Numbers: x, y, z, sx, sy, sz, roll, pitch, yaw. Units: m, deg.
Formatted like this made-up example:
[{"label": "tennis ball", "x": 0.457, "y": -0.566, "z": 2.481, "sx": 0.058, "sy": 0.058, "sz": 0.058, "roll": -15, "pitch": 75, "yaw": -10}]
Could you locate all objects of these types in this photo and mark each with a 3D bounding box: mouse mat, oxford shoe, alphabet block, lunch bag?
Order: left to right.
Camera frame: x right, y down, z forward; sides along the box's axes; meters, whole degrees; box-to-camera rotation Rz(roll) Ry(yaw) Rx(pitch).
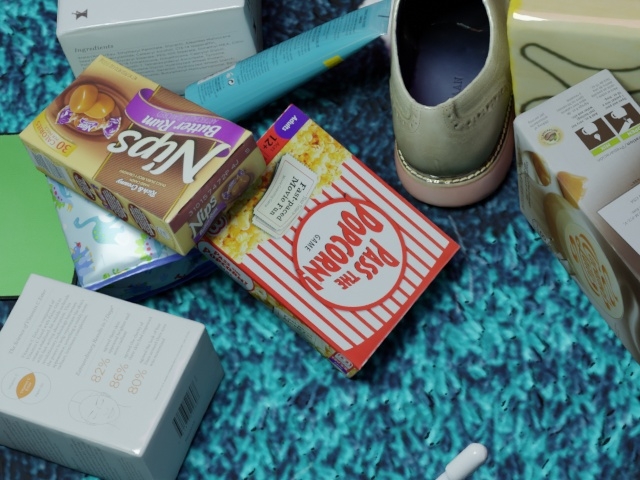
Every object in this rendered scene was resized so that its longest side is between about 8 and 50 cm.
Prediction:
[{"label": "mouse mat", "x": -0.291, "y": -0.025, "z": 1.658, "sx": 0.153, "sy": 0.007, "sz": 0.189, "roll": -1, "pitch": 58, "yaw": 10}, {"label": "lunch bag", "x": -0.148, "y": -0.026, "z": 1.562, "sx": 0.151, "sy": 0.096, "sz": 0.128, "roll": -23, "pitch": 74, "yaw": 7}, {"label": "oxford shoe", "x": 0.133, "y": -0.230, "z": 1.626, "sx": 0.141, "sy": 0.146, "sz": 0.397, "roll": -3, "pitch": 57, "yaw": 9}, {"label": "alphabet block", "x": 0.280, "y": -0.198, "z": 1.555, "sx": 0.197, "sy": 0.192, "sz": 0.193, "roll": 7, "pitch": 57, "yaw": 14}]

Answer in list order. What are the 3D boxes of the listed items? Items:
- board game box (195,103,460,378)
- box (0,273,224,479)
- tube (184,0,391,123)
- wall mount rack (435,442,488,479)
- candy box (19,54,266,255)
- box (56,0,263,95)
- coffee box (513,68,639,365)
[{"label": "board game box", "x": 0.000, "y": 0.000, "z": 1.516, "sx": 0.193, "sy": 0.045, "sz": 0.146, "roll": 40, "pitch": 70, "yaw": 0}, {"label": "box", "x": -0.189, "y": 0.122, "z": 1.491, "sx": 0.171, "sy": 0.091, "sz": 0.130, "roll": 16, "pitch": 63, "yaw": 19}, {"label": "tube", "x": -0.027, "y": -0.163, "z": 1.628, "sx": 0.207, "sy": 0.052, "sz": 0.080, "roll": -25, "pitch": 31, "yaw": 20}, {"label": "wall mount rack", "x": 0.028, "y": 0.319, "z": 1.300, "sx": 0.304, "sy": 0.130, "sz": 0.350, "roll": -22, "pitch": 57, "yaw": -4}, {"label": "candy box", "x": -0.151, "y": -0.074, "z": 1.492, "sx": 0.187, "sy": 0.053, "sz": 0.109, "roll": 29, "pitch": 66, "yaw": 33}, {"label": "box", "x": -0.152, "y": -0.243, "z": 1.705, "sx": 0.182, "sy": 0.119, "sz": 0.181, "roll": -7, "pitch": 57, "yaw": 6}, {"label": "coffee box", "x": 0.265, "y": 0.000, "z": 1.456, "sx": 0.098, "sy": 0.141, "sz": 0.246, "roll": -28, "pitch": 56, "yaw": -9}]
